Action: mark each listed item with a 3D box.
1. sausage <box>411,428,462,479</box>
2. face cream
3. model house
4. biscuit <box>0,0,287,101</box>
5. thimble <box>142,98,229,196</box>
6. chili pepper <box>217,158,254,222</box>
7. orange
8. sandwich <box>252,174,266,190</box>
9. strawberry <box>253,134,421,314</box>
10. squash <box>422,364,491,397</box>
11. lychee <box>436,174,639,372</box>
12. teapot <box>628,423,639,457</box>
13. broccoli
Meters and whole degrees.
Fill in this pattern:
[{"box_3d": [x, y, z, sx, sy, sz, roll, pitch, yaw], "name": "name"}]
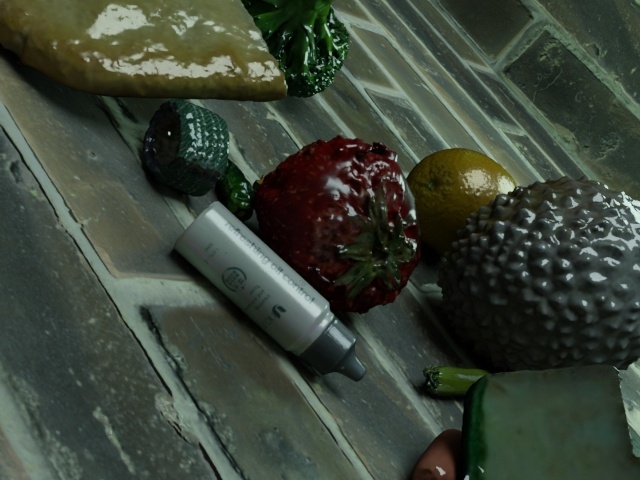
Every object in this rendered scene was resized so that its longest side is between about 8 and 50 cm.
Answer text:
[{"box_3d": [0.168, 0.305, 1.564, 0.062, 0.062, 0.154, 45, 23, 7], "name": "sausage"}, {"box_3d": [-0.058, 0.082, 1.558, 0.311, 0.092, 0.092, 44, 23, -1], "name": "face cream"}, {"box_3d": [0.336, 0.360, 1.571, 0.284, 0.243, 0.298, 56, 30, -56], "name": "model house"}, {"box_3d": [-0.313, -0.382, 1.768, 0.446, 0.104, 0.429, -4, 54, -32], "name": "biscuit"}, {"box_3d": [-0.198, -0.136, 1.680, 0.090, 0.118, 0.135, 18, 48, -36], "name": "thimble"}, {"box_3d": [-0.156, -0.105, 1.778, 0.182, 0.050, 0.073, 48, 30, 18], "name": "chili pepper"}, {"box_3d": [0.268, -0.068, 2.189, 0.236, 0.236, 0.236, 35, 24, -18], "name": "orange"}, {"box_3d": [-0.064, -0.075, 1.901, 0.067, 0.029, 0.135, 48, 24, 27], "name": "sandwich"}, {"box_3d": [0.018, -0.030, 1.731, 0.274, 0.274, 0.220, 19, 0, -44], "name": "strawberry"}, {"box_3d": [0.214, 0.223, 1.801, 0.183, 0.052, 0.052, 10, 39, -50], "name": "squash"}, {"box_3d": [0.405, 0.066, 1.974, 0.432, 0.380, 0.380, 8, 37, -26], "name": "lychee"}, {"box_3d": [0.444, 0.357, 1.847, 0.193, 0.129, 0.294, 36, 26, -17], "name": "teapot"}, {"box_3d": [-0.057, -0.423, 2.222, 0.298, 0.297, 0.297, 10, 64, -21], "name": "broccoli"}]
